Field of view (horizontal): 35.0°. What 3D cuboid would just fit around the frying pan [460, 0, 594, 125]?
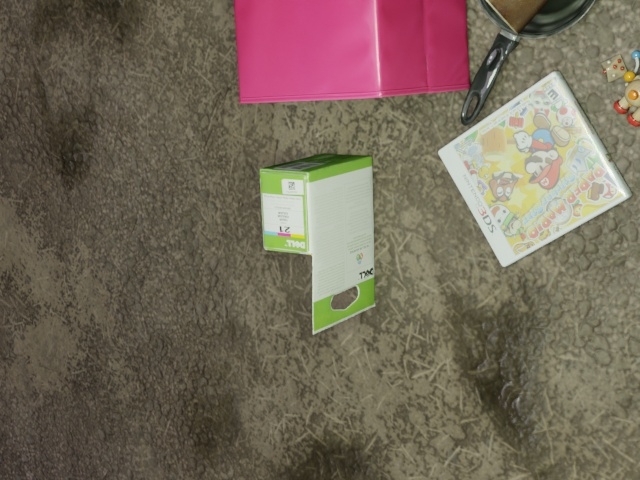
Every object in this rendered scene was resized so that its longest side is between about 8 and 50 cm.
[{"bbox_3d":[0.300,-0.316,1.413,0.197,0.053,0.326,10,107,34],"label":"frying pan"}]

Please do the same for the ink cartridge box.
[{"bbox_3d":[0.000,0.000,1.624,0.097,0.189,0.255,7,105,34],"label":"ink cartridge box"}]

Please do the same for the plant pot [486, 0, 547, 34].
[{"bbox_3d":[0.269,-0.421,1.286,0.230,0.215,0.215,-41,75,16],"label":"plant pot"}]

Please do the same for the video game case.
[{"bbox_3d":[0.306,-0.100,1.479,0.227,0.026,0.206,-34,80,36],"label":"video game case"}]

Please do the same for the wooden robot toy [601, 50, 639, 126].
[{"bbox_3d":[0.425,-0.182,1.338,0.173,0.079,0.076,48,124,18],"label":"wooden robot toy"}]

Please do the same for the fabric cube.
[{"bbox_3d":[0.046,-0.336,1.470,0.254,0.259,0.258,2,100,37],"label":"fabric cube"}]
